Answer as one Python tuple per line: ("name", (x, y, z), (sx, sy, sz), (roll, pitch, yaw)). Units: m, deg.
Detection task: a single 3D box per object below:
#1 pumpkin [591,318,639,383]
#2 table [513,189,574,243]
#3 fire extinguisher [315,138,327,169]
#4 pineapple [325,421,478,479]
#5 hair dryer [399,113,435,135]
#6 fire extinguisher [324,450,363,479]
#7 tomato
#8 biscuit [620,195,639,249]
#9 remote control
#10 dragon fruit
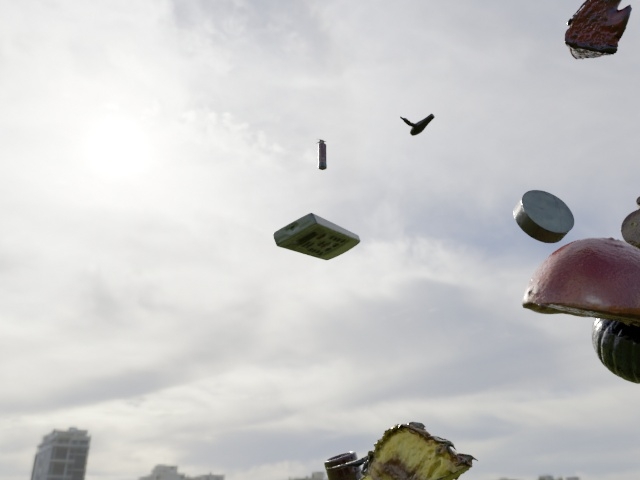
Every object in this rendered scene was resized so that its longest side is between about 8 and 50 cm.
("pumpkin", (0.730, 0.185, 1.308), (0.248, 0.247, 0.248), (-1, -26, 0))
("table", (0.525, -0.057, 1.391), (0.134, 0.133, 0.043), (6, -40, -14))
("fire extinguisher", (0.002, -0.216, 1.462), (0.028, 0.083, 0.022), (-4, -19, 9))
("pineapple", (0.198, 0.508, 1.347), (0.334, 0.158, 0.161), (-43, -33, 23))
("hair dryer", (0.245, -0.311, 1.537), (0.083, 0.031, 0.079), (18, -44, -35))
("fire extinguisher", (0.121, 0.783, 1.686), (0.138, 0.343, 0.102), (-13, -14, -19))
("tomato", (0.550, 0.076, 1.165), (0.309, 0.170, 0.309), (11, -7, 2))
("biscuit", (1.067, -0.072, 1.877), (0.236, 0.180, 0.039), (-49, -43, 9))
("remote control", (0.000, 0.000, 1.491), (0.123, 0.038, 0.285), (-27, -22, 19))
("dragon fruit", (0.607, -0.495, 1.278), (0.092, 0.122, 0.192), (23, -76, -25))
